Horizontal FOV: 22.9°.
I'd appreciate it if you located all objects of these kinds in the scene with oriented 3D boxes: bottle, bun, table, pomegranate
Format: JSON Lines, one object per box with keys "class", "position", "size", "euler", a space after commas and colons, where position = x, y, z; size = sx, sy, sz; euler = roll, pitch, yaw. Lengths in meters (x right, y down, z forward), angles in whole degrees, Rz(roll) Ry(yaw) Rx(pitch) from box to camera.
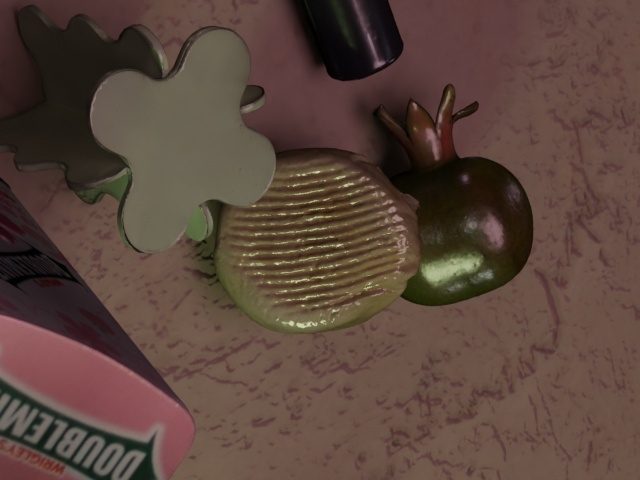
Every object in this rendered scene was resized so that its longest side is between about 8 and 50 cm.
{"class": "bottle", "position": [0.001, -0.256, 1.326], "size": [0.082, 0.072, 0.244], "euler": [-70, 144, -53]}
{"class": "bun", "position": [0.000, 0.000, 1.351], "size": [0.173, 0.113, 0.166], "euler": [20, 98, 2]}
{"class": "table", "position": [-0.152, -0.088, 1.161], "size": [0.166, 0.198, 0.166], "euler": [-12, 109, -37]}
{"class": "pomegranate", "position": [0.108, -0.039, 1.429], "size": [0.191, 0.152, 0.131], "euler": [70, 20, -1]}

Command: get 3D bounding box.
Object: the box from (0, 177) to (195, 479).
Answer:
{"class": "box", "position": [-0.235, 0.030, 1.017], "size": [0.190, 0.370, 0.112], "euler": [35, 95, -39]}
